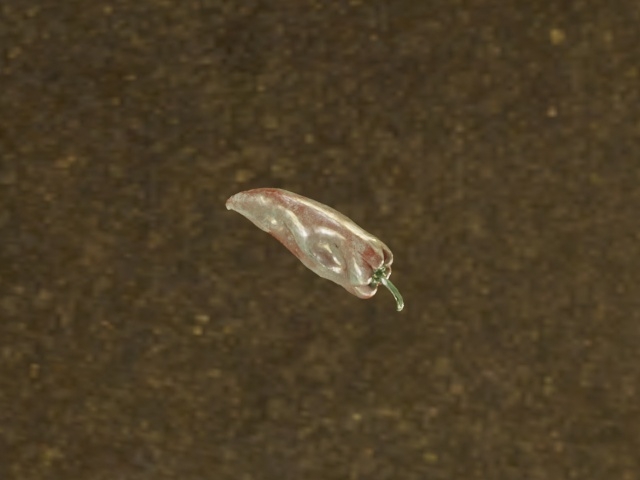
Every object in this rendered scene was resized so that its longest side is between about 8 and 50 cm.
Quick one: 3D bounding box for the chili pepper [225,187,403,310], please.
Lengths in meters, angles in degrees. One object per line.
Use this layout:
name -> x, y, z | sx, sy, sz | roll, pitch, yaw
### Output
chili pepper -> 0.001, 0.000, 1.346 | 0.041, 0.153, 0.050 | -8, 126, -60
